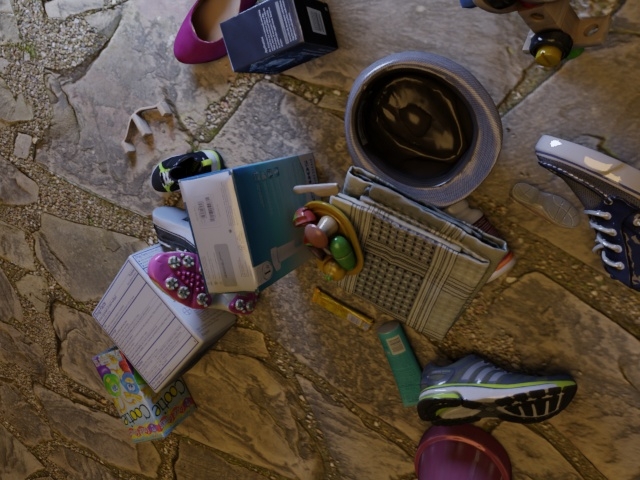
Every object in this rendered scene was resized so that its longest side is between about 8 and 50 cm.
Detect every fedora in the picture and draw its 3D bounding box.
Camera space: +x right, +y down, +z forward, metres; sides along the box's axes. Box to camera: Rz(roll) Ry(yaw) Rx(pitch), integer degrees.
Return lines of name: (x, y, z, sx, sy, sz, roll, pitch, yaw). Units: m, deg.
fedora: (0.178, -0.198, 0.815, 0.275, 0.124, 0.244, 34, 119, 7)

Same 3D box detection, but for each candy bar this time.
candy bar: (0.050, 0.160, 1.049, 0.161, 0.018, 0.040, 27, 119, 16)

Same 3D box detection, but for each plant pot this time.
plant pot: (0.283, 0.514, 0.949, 0.201, 0.180, 0.201, 8, 109, 23)

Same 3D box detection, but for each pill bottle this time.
pill bottle: (0.281, -0.002, 0.847, 0.086, 0.086, 0.152, -36, 88, 30)

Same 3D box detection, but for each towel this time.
towel: (0.146, 0.044, 0.877, 0.312, 0.056, 0.324, 30, 141, 16)

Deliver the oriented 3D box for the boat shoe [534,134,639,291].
boat shoe: (0.468, -0.025, 0.721, 0.340, 0.127, 0.158, 32, 109, 14)

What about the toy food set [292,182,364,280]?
toy food set: (0.000, 0.000, 0.861, 0.128, 0.071, 0.218, 10, 134, 40)

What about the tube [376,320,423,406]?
tube: (0.185, 0.278, 1.004, 0.080, 0.052, 0.207, -15, 103, 34)

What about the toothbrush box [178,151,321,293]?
toothbrush box: (-0.111, -0.046, 0.907, 0.126, 0.295, 0.216, -4, 104, 29)

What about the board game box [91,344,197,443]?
board game box: (-0.507, 0.418, 1.330, 0.142, 0.144, 0.275, -22, 95, 29)

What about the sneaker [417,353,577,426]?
sneaker: (0.335, 0.277, 0.892, 0.299, 0.121, 0.111, -4, 128, 8)

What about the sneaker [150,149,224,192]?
sneaker: (-0.340, -0.168, 1.095, 0.234, 0.097, 0.084, -14, 98, 29)

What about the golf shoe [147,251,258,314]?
golf shoe: (-0.284, 0.106, 1.057, 0.140, 0.306, 0.115, -2, 68, 36)

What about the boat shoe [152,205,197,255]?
boat shoe: (-0.296, 0.011, 1.122, 0.306, 0.113, 0.105, 19, 119, 23)

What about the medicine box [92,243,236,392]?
medicine box: (-0.418, 0.200, 1.216, 0.289, 0.149, 0.263, 48, 120, 7)

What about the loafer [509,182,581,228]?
loafer: (0.393, -0.060, 0.807, 0.125, 0.039, 0.045, 33, 84, 11)

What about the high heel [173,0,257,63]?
high heel: (-0.202, -0.471, 0.887, 0.377, 0.181, 0.127, -30, 91, 30)

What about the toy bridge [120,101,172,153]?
toy bridge: (-0.450, -0.292, 1.154, 0.188, 0.026, 0.063, -31, 88, 30)

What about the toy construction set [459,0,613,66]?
toy construction set: (0.366, -0.397, 0.636, 0.237, 0.258, 0.308, 29, 148, -33)

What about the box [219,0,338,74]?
box: (-0.074, -0.384, 0.866, 0.158, 0.156, 0.093, -10, 102, 28)
